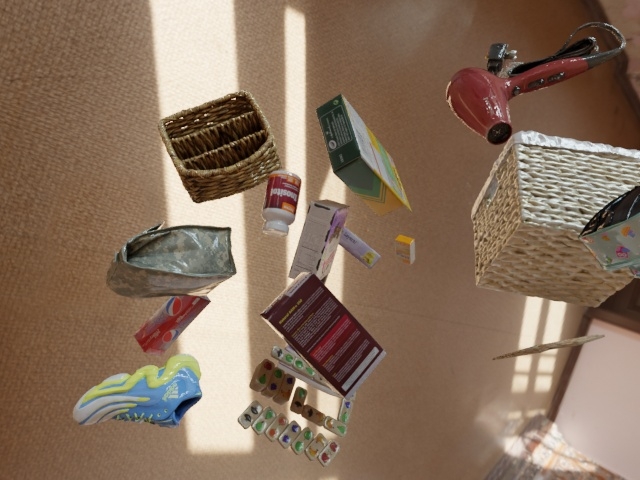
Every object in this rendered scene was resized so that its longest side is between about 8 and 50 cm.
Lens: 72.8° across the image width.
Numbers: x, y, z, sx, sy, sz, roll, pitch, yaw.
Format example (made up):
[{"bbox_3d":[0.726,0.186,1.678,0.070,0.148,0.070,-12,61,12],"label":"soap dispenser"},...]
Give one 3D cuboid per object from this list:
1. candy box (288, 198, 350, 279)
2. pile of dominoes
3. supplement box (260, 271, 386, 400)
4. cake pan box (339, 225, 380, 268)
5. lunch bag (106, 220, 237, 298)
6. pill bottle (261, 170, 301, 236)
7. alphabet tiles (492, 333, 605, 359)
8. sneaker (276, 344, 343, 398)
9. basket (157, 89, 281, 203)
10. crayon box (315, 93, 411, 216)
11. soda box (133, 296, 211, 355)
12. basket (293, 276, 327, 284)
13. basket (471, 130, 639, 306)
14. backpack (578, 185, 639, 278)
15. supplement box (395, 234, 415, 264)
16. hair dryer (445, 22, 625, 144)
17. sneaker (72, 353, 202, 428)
[{"bbox_3d":[0.000,0.000,1.097,0.165,0.070,0.196,-27,136,-72],"label":"candy box"},{"bbox_3d":[-0.035,0.351,0.936,0.251,0.040,0.196,32,45,-12],"label":"pile of dominoes"},{"bbox_3d":[0.008,0.192,0.885,0.130,0.073,0.239,-45,104,-18],"label":"supplement box"},{"bbox_3d":[0.089,-0.014,1.610,0.246,0.267,0.070,41,94,-9],"label":"cake pan box"},{"bbox_3d":[-0.405,0.057,1.149,0.287,0.235,0.168,1,69,-35],"label":"lunch bag"},{"bbox_3d":[-0.099,-0.090,1.081,0.086,0.086,0.152,23,68,-41],"label":"pill bottle"},{"bbox_3d":[0.617,0.285,1.168,0.198,0.237,0.009,-4,71,-30],"label":"alphabet tiles"},{"bbox_3d":[0.009,0.422,1.476,0.282,0.102,0.161,29,76,-4],"label":"sneaker"},{"bbox_3d":[-0.285,-0.269,1.263,0.299,0.213,0.223,-23,130,-14],"label":"basket"},{"bbox_3d":[0.118,-0.198,1.128,0.083,0.203,0.323,-26,148,22],"label":"crayon box"},{"bbox_3d":[-0.503,0.264,1.478,0.263,0.092,0.083,-47,151,0],"label":"soda box"},{"bbox_3d":[-0.034,0.122,1.802,0.154,0.204,0.226,11,103,-10],"label":"basket"},{"bbox_3d":[0.567,-0.039,1.049,0.328,0.331,0.266,92,10,-58],"label":"basket"},{"bbox_3d":[0.548,-0.019,0.726,0.188,0.166,0.144,-23,82,-19],"label":"backpack"},{"bbox_3d":[0.306,0.034,1.573,0.036,0.062,0.098,-44,138,-35],"label":"supplement box"},{"bbox_3d":[0.305,-0.252,0.668,0.293,0.224,0.080,-53,125,-23],"label":"hair dryer"},{"bbox_3d":[-0.338,0.311,0.826,0.240,0.126,0.091,-24,139,-20],"label":"sneaker"}]
